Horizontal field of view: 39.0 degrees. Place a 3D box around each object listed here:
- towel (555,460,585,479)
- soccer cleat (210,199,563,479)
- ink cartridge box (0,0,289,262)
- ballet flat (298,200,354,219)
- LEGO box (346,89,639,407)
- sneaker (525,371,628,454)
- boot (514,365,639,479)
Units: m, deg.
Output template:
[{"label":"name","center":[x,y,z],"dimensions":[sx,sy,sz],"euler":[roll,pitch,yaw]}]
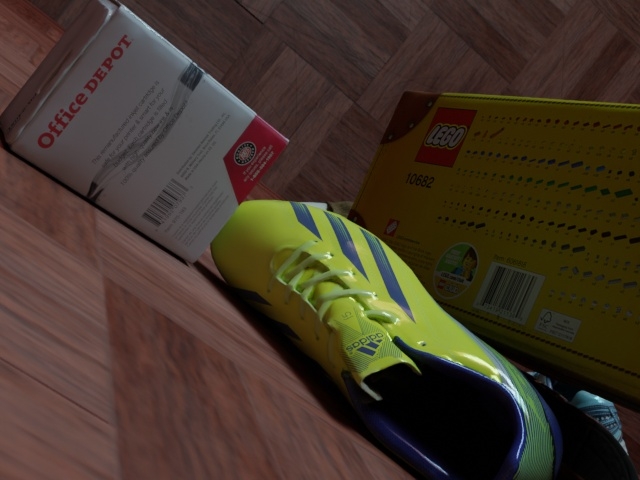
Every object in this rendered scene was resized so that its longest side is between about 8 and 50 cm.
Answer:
[{"label":"towel","center":[0.158,0.182,0.797],"dimensions":[0.370,0.040,0.271],"euler":[40,4,-11]},{"label":"soccer cleat","center":[0.029,0.058,0.578],"dimensions":[0.289,0.093,0.121],"euler":[39,11,23]},{"label":"ink cartridge box","center":[-0.114,-0.072,0.592],"dimensions":[0.150,0.109,0.063],"euler":[37,4,-36]},{"label":"ballet flat","center":[0.000,0.000,1.183],"dimensions":[0.124,0.116,0.342],"euler":[19,8,-4]},{"label":"LEGO box","center":[0.303,0.053,0.724],"dimensions":[0.372,0.193,0.500],"euler":[26,-4,-33]},{"label":"sneaker","center":[0.325,0.208,1.199],"dimensions":[0.110,0.122,0.283],"euler":[-7,10,-9]},{"label":"boot","center":[0.256,0.213,1.064],"dimensions":[0.236,0.085,0.178],"euler":[40,0,1]}]
